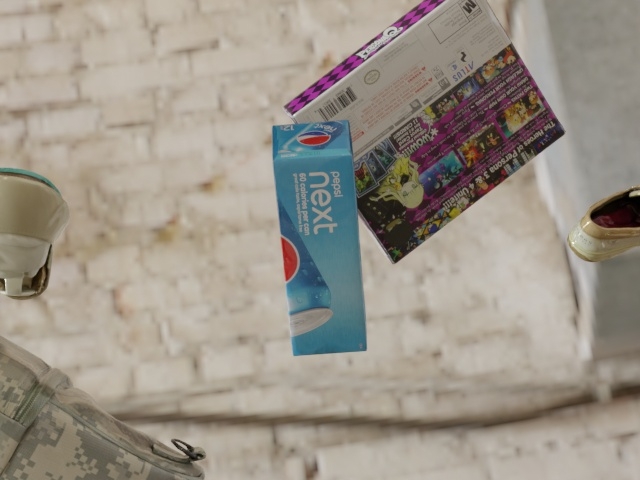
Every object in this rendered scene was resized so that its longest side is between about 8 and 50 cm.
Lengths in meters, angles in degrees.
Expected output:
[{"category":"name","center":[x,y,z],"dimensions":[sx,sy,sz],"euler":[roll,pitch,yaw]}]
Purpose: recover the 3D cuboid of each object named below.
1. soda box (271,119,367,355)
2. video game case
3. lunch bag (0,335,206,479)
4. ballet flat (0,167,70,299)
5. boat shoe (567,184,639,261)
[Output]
[{"category":"soda box","center":[0.000,0.000,1.637],"dimensions":[0.071,0.067,0.210],"euler":[-4,-59,1]},{"category":"video game case","center":[0.109,-0.123,1.865],"dimensions":[0.232,0.042,0.210],"euler":[-38,-62,-3]},{"category":"lunch bag","center":[-0.267,0.256,1.534],"dimensions":[0.256,0.305,0.212],"euler":[30,-2,-1]},{"category":"ballet flat","center":[-0.265,0.004,1.604],"dimensions":[0.086,0.086,0.248],"euler":[-5,-12,-8]},{"category":"boat shoe","center":[0.270,-0.023,1.531],"dimensions":[0.135,0.050,0.045],"euler":[-25,-27,-27]}]
